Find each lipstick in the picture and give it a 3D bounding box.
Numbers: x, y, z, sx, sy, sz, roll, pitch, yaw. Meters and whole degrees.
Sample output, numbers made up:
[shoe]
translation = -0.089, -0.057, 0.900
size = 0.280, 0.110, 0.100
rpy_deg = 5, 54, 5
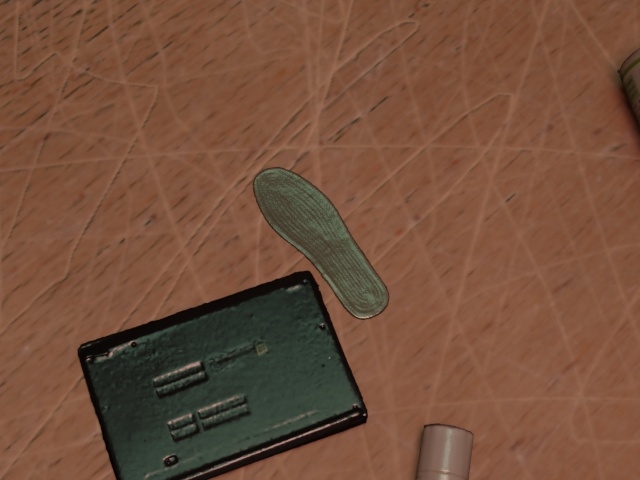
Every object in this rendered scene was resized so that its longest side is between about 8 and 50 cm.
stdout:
[lipstick]
translation = 0.085, 0.208, 0.970
size = 0.040, 0.040, 0.141
rpy_deg = 10, 70, 1

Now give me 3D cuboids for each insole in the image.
[insole]
translation = 0.000, 0.000, 1.058
size = 0.053, 0.002, 0.153
rpy_deg = -33, 75, -13

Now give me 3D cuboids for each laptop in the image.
[laptop]
translation = -0.075, 0.109, 1.010
size = 0.197, 0.016, 0.135
rpy_deg = -19, 71, -9

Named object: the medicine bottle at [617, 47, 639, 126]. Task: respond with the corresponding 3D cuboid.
[medicine bottle]
translation = 0.310, -0.072, 1.055
size = 0.086, 0.086, 0.183
rpy_deg = -15, 71, -8
